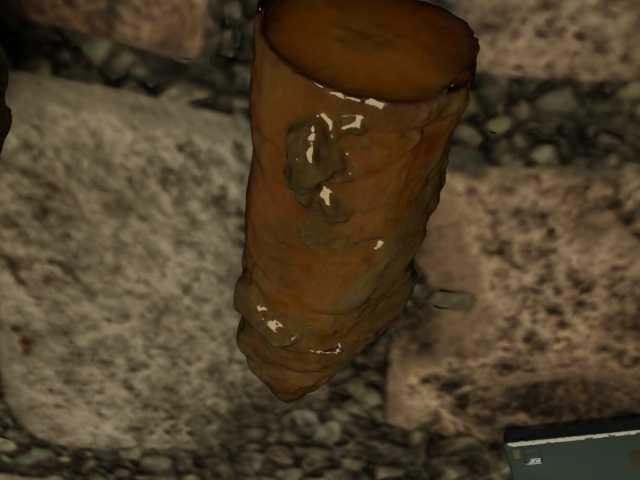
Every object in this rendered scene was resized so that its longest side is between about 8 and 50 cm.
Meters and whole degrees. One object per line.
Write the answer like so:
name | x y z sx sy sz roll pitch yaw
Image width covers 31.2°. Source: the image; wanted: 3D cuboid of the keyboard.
keyboard | 0.198 0.122 0.663 0.176 0.014 0.055 -9 128 14

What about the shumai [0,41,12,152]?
shumai | -0.230 -0.118 0.442 0.256 0.189 0.218 18 112 12

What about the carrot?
carrot | 0.000 0.000 0.550 0.102 0.102 0.263 12 135 -3
